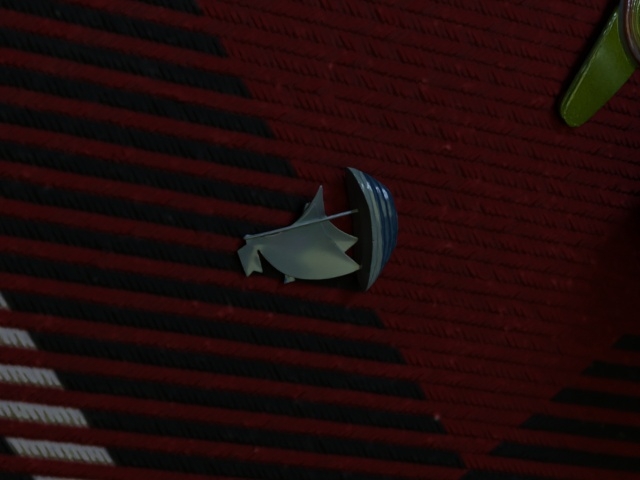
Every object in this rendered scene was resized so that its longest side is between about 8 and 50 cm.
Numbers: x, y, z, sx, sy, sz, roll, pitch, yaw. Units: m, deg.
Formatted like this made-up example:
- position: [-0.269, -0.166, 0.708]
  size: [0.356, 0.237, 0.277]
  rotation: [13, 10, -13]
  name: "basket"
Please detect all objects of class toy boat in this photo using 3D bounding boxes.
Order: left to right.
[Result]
- position: [0.008, 0.007, 1.665]
  size: [0.149, 0.034, 0.105]
  rotation: [-37, 111, -20]
  name: "toy boat"

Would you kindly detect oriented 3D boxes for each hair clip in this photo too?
- position: [0.279, -0.186, 1.787]
  size: [0.060, 0.033, 0.188]
  rotation: [40, 78, -27]
  name: "hair clip"
